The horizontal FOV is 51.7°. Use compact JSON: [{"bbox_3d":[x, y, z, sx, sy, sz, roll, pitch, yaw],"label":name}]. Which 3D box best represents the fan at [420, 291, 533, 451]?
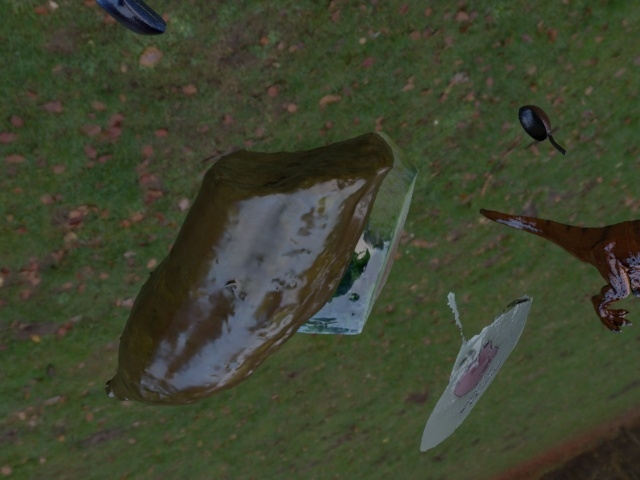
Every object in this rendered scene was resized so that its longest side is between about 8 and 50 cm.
[{"bbox_3d":[0.130,0.099,0.561,0.182,0.010,0.310,-53,152,-8],"label":"fan"}]

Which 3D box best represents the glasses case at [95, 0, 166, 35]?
[{"bbox_3d":[-0.181,-0.215,0.627,0.034,0.023,0.083,-2,169,18],"label":"glasses case"}]

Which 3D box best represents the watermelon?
[{"bbox_3d":[0.000,0.000,0.892,0.231,0.193,0.310,88,24,-64],"label":"watermelon"}]

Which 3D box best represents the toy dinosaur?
[{"bbox_3d":[0.463,0.036,1.063,0.432,0.208,0.097,-4,-152,43],"label":"toy dinosaur"}]

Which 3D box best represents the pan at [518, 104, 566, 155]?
[{"bbox_3d":[0.373,-0.183,1.092,0.023,0.115,0.068,-32,150,-7],"label":"pan"}]

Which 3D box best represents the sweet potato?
[{"bbox_3d":[-0.079,0.045,0.602,0.158,0.158,0.369,4,129,-47],"label":"sweet potato"}]
